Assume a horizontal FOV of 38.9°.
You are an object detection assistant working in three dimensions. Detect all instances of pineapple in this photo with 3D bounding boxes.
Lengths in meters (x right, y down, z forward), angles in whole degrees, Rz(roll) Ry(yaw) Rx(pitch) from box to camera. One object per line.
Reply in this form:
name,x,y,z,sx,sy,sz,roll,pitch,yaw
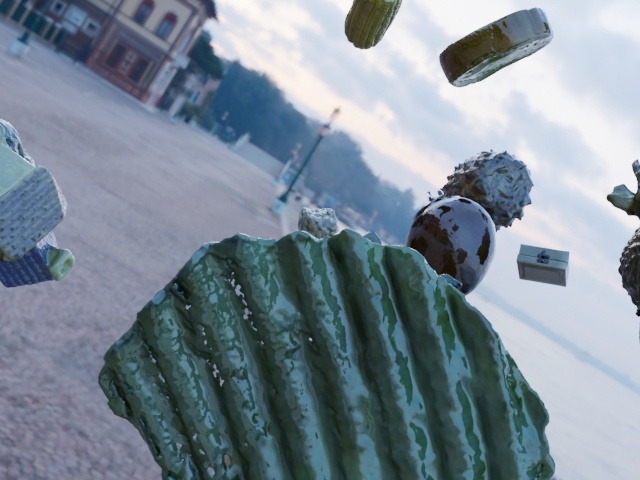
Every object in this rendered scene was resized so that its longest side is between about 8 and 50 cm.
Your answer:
pineapple,0.311,-0.084,1.900,0.175,0.175,0.361,31,-12,-9

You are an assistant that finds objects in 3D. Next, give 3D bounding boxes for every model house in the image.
model house,-0.638,-0.060,1.919,0.266,0.261,0.321,33,-26,19

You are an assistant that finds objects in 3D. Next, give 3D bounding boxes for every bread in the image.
bread,0.344,-0.377,1.779,0.236,0.236,0.070,3,65,-85

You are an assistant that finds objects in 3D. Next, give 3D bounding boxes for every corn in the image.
corn,0.093,-0.402,1.581,0.081,0.081,0.248,32,-11,-3

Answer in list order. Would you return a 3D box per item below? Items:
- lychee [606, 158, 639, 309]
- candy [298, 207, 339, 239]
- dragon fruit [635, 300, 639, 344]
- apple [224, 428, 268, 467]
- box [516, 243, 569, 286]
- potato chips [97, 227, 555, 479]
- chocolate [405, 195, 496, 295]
lychee,0.618,0.024,1.475,0.320,0.270,0.270,45,-1,-14
candy,0.000,0.000,1.512,0.085,0.110,0.095,-5,21,-10
dragon fruit,0.421,0.088,0.827,0.130,0.268,0.295,-108,178,-71
apple,0.044,0.318,1.098,0.364,0.364,0.364,32,3,-2
box,0.359,0.040,1.461,0.079,0.035,0.083,10,-21,19
potato chips,-0.005,0.171,0.851,0.389,0.373,0.097,52,11,-2
chocolate,0.226,0.019,1.543,0.177,0.177,0.177,32,3,-2
